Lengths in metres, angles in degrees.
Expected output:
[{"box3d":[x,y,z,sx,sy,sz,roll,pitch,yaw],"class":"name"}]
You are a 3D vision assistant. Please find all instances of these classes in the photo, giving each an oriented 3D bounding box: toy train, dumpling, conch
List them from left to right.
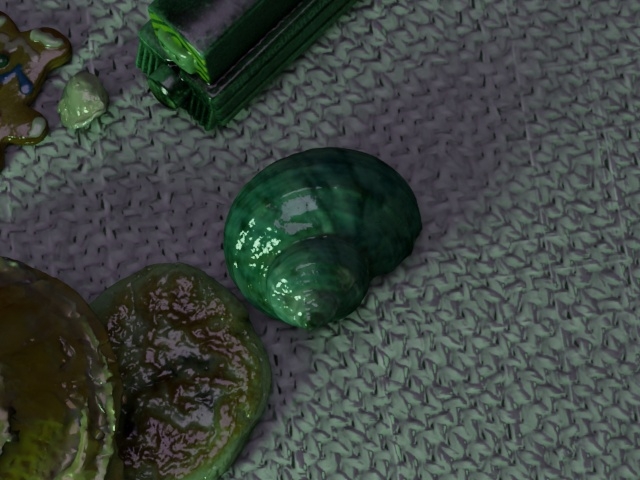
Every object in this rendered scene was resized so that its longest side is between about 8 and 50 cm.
[{"box3d":[-0.255,-0.150,1.871,0.057,0.052,0.076,-31,73,-7],"class":"dumpling"},{"box3d":[-0.058,-0.274,1.832,0.138,0.178,0.330,43,79,14],"class":"toy train"},{"box3d":[-0.001,0.002,1.766,0.196,0.134,0.202,4,73,6],"class":"conch"}]

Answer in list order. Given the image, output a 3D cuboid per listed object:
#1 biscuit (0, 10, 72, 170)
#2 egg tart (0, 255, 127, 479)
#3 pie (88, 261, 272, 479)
[{"box3d":[-0.351,-0.146,1.887,0.138,0.031,0.205,20,78,12],"class":"biscuit"},{"box3d":[-0.351,0.181,1.702,0.352,0.150,0.352,-3,80,20],"class":"egg tart"},{"box3d":[-0.166,0.141,1.774,0.241,0.054,0.240,0,76,1],"class":"pie"}]
